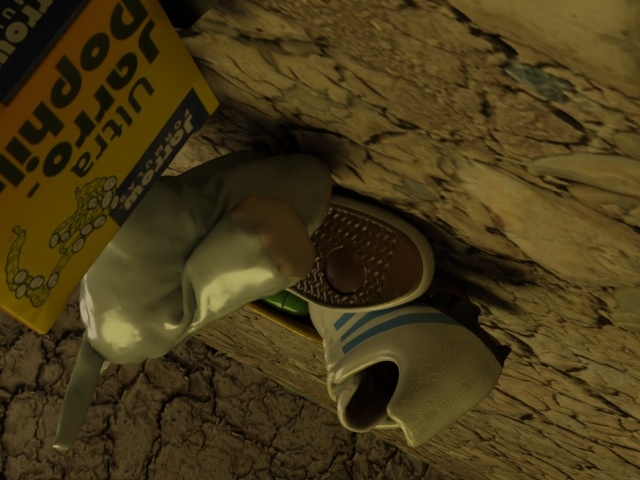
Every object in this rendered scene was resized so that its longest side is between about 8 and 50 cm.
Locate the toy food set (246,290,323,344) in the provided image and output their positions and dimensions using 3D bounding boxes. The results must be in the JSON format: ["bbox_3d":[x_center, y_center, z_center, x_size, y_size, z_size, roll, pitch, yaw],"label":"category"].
[{"bbox_3d":[-0.009,0.069,1.507,0.218,0.071,0.128,27,-168,7],"label":"toy food set"}]

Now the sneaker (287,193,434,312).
[{"bbox_3d":[0.000,0.000,1.175,0.290,0.106,0.123,7,-167,37],"label":"sneaker"}]

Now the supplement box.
[{"bbox_3d":[-0.275,-0.132,0.763,0.356,0.194,0.195,32,170,19],"label":"supplement box"}]

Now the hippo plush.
[{"bbox_3d":[-0.162,-0.040,1.018,0.236,0.294,0.234,52,-169,-20],"label":"hippo plush"}]

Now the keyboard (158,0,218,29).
[{"bbox_3d":[-0.121,-0.195,0.627,0.201,0.033,0.317,39,167,-12],"label":"keyboard"}]

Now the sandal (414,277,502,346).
[{"bbox_3d":[0.117,0.060,1.238,0.180,0.049,0.072,36,167,32],"label":"sandal"}]

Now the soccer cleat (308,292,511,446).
[{"bbox_3d":[0.043,0.107,1.177,0.116,0.143,0.331,51,164,-18],"label":"soccer cleat"}]
